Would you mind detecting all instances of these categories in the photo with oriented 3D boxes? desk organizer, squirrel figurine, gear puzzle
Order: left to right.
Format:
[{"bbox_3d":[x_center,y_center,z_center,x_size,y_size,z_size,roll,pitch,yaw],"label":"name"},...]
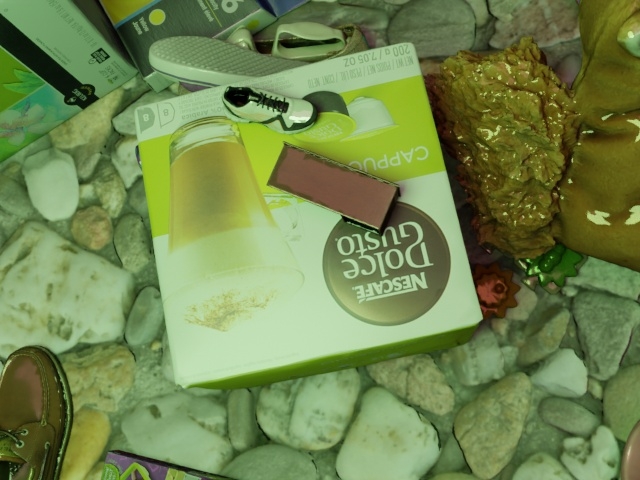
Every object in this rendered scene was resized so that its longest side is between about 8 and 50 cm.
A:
[{"bbox_3d":[0.014,-0.053,0.760,0.130,0.047,0.050,22,84,11],"label":"desk organizer"},{"bbox_3d":[0.323,-0.027,1.061,0.175,0.044,0.339,43,87,13],"label":"gear puzzle"},{"bbox_3d":[0.321,-0.147,0.850,0.397,0.370,0.281,-9,52,17],"label":"squirrel figurine"}]

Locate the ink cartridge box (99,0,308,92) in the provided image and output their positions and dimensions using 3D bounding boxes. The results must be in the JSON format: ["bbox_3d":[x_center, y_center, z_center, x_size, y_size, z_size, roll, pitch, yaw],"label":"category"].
[{"bbox_3d":[-0.220,-0.449,1.212,0.307,0.072,0.303,-32,76,3],"label":"ink cartridge box"}]

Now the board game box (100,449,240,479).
[{"bbox_3d":[-0.246,0.495,1.036,0.208,0.056,0.346,12,80,6],"label":"board game box"}]

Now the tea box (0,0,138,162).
[{"bbox_3d":[-0.509,-0.309,1.088,0.324,0.329,0.220,-32,77,2],"label":"tea box"}]

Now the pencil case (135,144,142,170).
[{"bbox_3d":[-0.215,-0.152,1.148,0.152,0.070,0.064,-26,63,2],"label":"pencil case"}]

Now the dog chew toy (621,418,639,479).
[{"bbox_3d":[0.552,0.313,0.890,0.332,0.206,0.206,16,81,2],"label":"dog chew toy"}]

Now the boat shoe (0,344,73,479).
[{"bbox_3d":[-0.438,0.305,1.069,0.111,0.104,0.307,-6,78,7],"label":"boat shoe"}]

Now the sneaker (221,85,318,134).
[{"bbox_3d":[-0.057,-0.143,0.790,0.109,0.043,0.040,7,76,8],"label":"sneaker"}]

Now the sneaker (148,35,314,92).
[{"bbox_3d":[-0.120,-0.197,1.082,0.282,0.161,0.102,13,41,-11],"label":"sneaker"}]

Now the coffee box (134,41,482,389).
[{"bbox_3d":[0.000,0.000,0.949,0.338,0.338,0.334,-13,77,6],"label":"coffee box"}]

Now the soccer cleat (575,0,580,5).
[{"bbox_3d":[0.449,-0.327,1.078,0.083,0.095,0.248,-28,76,2],"label":"soccer cleat"}]

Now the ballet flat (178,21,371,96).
[{"bbox_3d":[-0.078,-0.287,1.133,0.316,0.106,0.107,-8,56,4],"label":"ballet flat"}]
